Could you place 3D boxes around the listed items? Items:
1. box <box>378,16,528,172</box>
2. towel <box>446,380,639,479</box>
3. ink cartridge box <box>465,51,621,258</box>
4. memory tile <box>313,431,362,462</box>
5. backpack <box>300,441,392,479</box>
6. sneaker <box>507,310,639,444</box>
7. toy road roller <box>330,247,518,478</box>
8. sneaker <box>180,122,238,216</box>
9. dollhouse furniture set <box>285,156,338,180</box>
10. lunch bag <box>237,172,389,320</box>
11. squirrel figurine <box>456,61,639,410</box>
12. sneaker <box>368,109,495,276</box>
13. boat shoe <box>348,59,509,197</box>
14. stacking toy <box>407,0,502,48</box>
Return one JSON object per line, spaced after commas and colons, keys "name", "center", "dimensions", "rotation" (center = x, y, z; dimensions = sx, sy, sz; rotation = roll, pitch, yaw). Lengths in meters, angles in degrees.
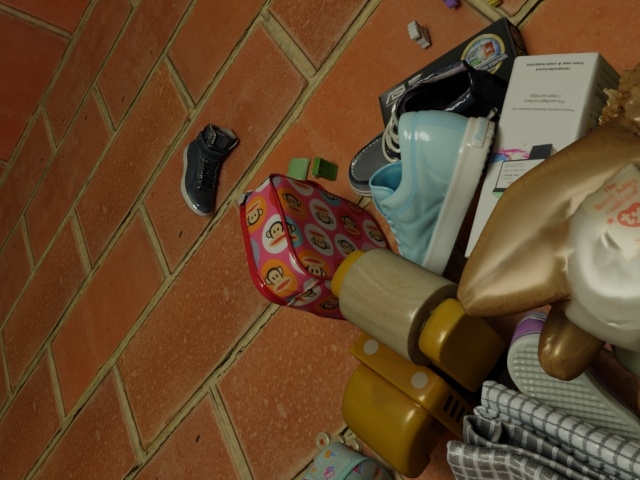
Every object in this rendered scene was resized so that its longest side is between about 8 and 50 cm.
{"name": "box", "center": [0.236, -0.215, 1.043], "dimensions": [0.270, 0.060, 0.216], "rotation": [-25, 64, 38]}
{"name": "towel", "center": [0.285, 0.332, 0.713], "dimensions": [0.235, 0.121, 0.283], "rotation": [17, 136, 51]}
{"name": "ink cartridge box", "center": [0.324, -0.081, 0.822], "dimensions": [0.117, 0.202, 0.277], "rotation": [14, 90, 45]}
{"name": "memory tile", "center": [0.026, 0.434, 1.117], "dimensions": [0.113, 0.012, 0.147], "rotation": [-3, 78, 44]}
{"name": "backpack", "center": [0.038, 0.436, 0.986], "dimensions": [0.145, 0.165, 0.188], "rotation": [1, 46, 46]}
{"name": "sneaker", "center": [0.356, 0.213, 0.795], "dimensions": [0.102, 0.161, 0.282], "rotation": [-33, 90, 24]}
{"name": "toy road roller", "center": [0.123, 0.188, 0.867], "dimensions": [0.203, 0.329, 0.240], "rotation": [29, 78, 44]}
{"name": "sneaker", "center": [-0.275, -0.186, 1.517], "dimensions": [0.163, 0.086, 0.226], "rotation": [-32, 58, 38]}
{"name": "dollhouse furniture set", "center": [-0.038, -0.147, 1.295], "dimensions": [0.152, 0.059, 0.076], "rotation": [8, 85, 45]}
{"name": "lunch bag", "center": [0.000, 0.000, 1.056], "dimensions": [0.120, 0.293, 0.258], "rotation": [-38, 52, 30]}
{"name": "squirrel figurine", "center": [0.384, -0.005, 0.632], "dimensions": [0.281, 0.371, 0.396], "rotation": [16, 86, 43]}
{"name": "sneaker", "center": [0.147, -0.055, 0.926], "dimensions": [0.150, 0.135, 0.365], "rotation": [19, 139, 10]}
{"name": "boat shoe", "center": [0.141, -0.175, 0.971], "dimensions": [0.341, 0.158, 0.127], "rotation": [-26, 63, 37]}
{"name": "stacking toy", "center": [0.233, -0.486, 1.127], "dimensions": [0.167, 0.052, 0.221], "rotation": [-24, 62, 36]}
